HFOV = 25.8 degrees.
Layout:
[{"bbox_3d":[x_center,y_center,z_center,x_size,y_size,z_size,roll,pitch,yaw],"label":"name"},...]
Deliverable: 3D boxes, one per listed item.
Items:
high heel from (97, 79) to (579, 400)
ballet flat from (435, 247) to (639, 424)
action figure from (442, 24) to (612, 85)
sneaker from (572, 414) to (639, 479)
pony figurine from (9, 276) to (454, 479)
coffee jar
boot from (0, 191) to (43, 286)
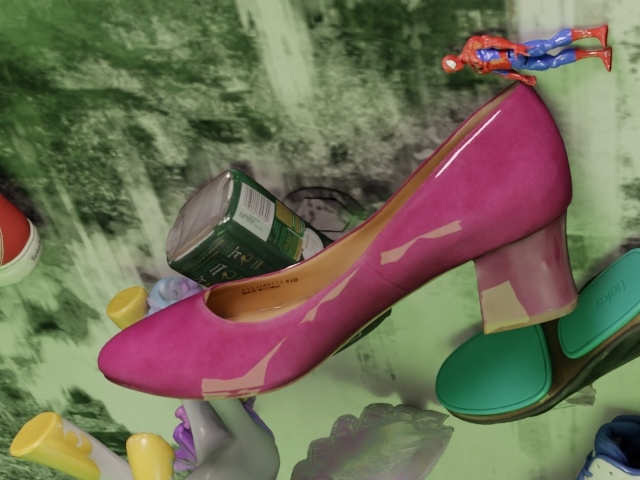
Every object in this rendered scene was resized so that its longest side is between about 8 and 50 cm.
[{"bbox_3d":[0.000,0.000,1.040,0.377,0.127,0.181,-14,112,1],"label":"high heel"},{"bbox_3d":[0.219,0.097,1.184,0.096,0.095,0.280,19,145,-31],"label":"ballet flat"},{"bbox_3d":[0.139,-0.126,0.956,0.115,0.030,0.038,-1,147,21],"label":"action figure"},{"bbox_3d":[0.292,0.226,1.348,0.131,0.112,0.296,46,133,-14],"label":"sneaker"},{"bbox_3d":[-0.078,0.214,1.263,0.303,0.351,0.363,-18,116,30],"label":"pony figurine"},{"bbox_3d":[-0.030,0.023,1.161,0.184,0.079,0.096,34,132,-26],"label":"coffee jar"},{"bbox_3d":[-0.385,-0.024,1.199,0.244,0.088,0.176,-12,138,17],"label":"boot"}]
